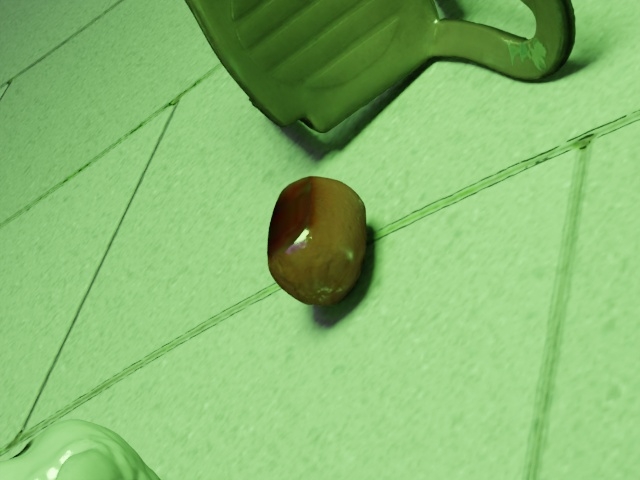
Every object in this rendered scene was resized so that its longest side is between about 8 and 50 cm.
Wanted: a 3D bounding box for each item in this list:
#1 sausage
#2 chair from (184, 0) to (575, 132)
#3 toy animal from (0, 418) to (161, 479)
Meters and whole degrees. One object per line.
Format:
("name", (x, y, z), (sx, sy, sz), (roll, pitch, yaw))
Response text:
("sausage", (0.000, 0.000, 0.813), (0.059, 0.054, 0.094), (-32, 30, 26))
("chair", (0.014, -0.163, 0.895), (0.183, 0.176, 0.326), (-36, 20, 1))
("toy animal", (-0.175, 0.221, 0.627), (0.357, 0.194, 0.258), (-58, 4, -38))
